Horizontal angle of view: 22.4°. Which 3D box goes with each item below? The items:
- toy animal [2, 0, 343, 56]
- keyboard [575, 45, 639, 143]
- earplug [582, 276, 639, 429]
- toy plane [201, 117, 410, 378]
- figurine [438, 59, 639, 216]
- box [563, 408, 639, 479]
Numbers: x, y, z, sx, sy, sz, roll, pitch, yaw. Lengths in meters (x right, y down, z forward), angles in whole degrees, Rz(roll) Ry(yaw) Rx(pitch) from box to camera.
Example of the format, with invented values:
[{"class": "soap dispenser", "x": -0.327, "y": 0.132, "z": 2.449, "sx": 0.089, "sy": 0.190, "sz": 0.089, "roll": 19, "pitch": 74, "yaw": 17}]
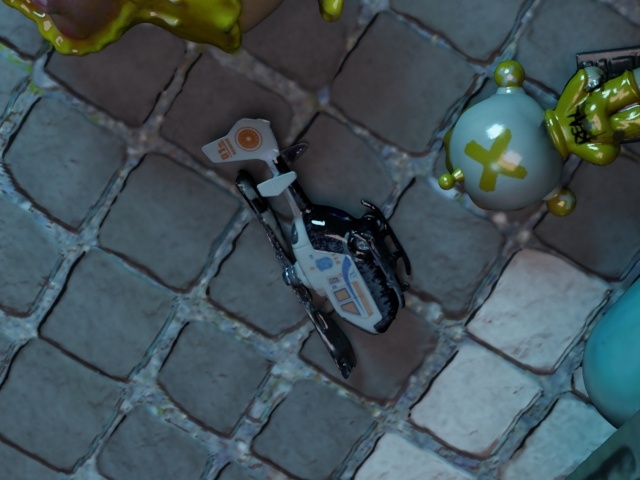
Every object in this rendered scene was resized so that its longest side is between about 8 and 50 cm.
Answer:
[{"class": "toy animal", "x": -0.094, "y": -0.186, "z": 0.967, "sx": 0.229, "sy": 0.156, "sz": 0.156, "roll": 12, "pitch": 111, "yaw": 0}, {"class": "keyboard", "x": 0.270, "y": -0.101, "z": 1.048, "sx": 0.202, "sy": 0.011, "sz": 0.067, "roll": -6, "pitch": 110, "yaw": 5}, {"class": "earplug", "x": 0.319, "y": 0.036, "z": 1.026, "sx": 0.324, "sy": 0.185, "sz": 0.185, "roll": -26, "pitch": 107, "yaw": 20}, {"class": "toy plane", "x": 0.000, "y": -0.001, "z": 1.079, "sx": 0.078, "sy": 0.053, "sz": 0.197, "roll": -25, "pitch": 111, "yaw": 21}, {"class": "figurine", "x": 0.150, "y": -0.063, "z": 1.036, "sx": 0.143, "sy": 0.068, "sz": 0.101, "roll": 3, "pitch": 104, "yaw": 10}, {"class": "box", "x": 0.370, "y": 0.135, "z": 0.944, "sx": 0.396, "sy": 0.111, "sz": 0.396, "roll": 6, "pitch": 147, "yaw": -19}]
